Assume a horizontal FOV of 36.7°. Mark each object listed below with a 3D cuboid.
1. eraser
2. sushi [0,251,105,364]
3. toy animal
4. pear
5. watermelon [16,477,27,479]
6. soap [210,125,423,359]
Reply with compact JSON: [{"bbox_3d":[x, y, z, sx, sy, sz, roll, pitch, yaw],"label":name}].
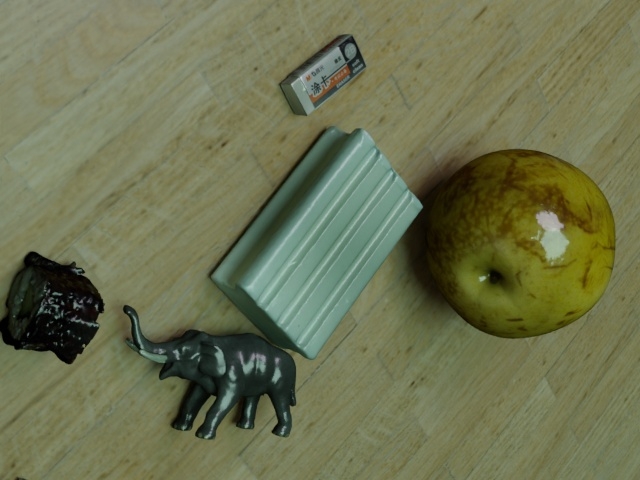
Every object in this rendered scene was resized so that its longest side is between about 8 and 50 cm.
[{"bbox_3d":[0.006,-0.216,1.251,0.122,0.029,0.052,-43,121,-25],"label":"eraser"},{"bbox_3d":[-0.289,0.076,1.038,0.084,0.098,0.094,23,102,-35],"label":"sushi"},{"bbox_3d":[-0.136,0.171,1.175,0.269,0.082,0.137,18,84,-35],"label":"toy animal"},{"bbox_3d":[0.285,0.003,1.370,0.280,0.280,0.281,-8,102,-38],"label":"pear"},{"bbox_3d":[-0.303,0.337,1.094,0.101,0.080,0.155,-30,124,8],"label":"watermelon"},{"bbox_3d":[0.000,0.000,1.246,0.265,0.087,0.160,-53,125,-18],"label":"soap"}]
